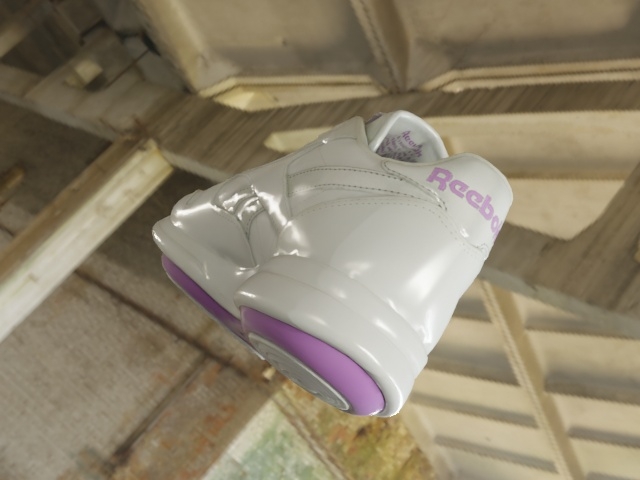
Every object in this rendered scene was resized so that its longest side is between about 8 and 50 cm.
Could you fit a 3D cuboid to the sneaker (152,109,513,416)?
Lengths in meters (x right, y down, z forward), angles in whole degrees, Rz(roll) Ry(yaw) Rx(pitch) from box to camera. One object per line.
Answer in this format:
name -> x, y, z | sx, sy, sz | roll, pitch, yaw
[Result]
sneaker -> 0.000, 0.000, 0.513 | 0.114, 0.152, 0.305 | 44, -11, -24
